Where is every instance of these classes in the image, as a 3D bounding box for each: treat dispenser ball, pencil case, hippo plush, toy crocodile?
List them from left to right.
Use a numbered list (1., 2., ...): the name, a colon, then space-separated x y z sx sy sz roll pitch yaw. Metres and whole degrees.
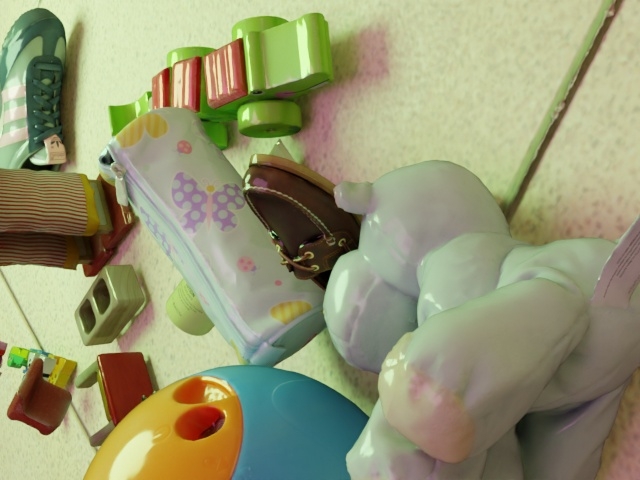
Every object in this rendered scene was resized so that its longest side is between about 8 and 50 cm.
1. toy crocodile: -0.110 -0.162 0.934 0.341 0.105 0.115 -6 85 49
2. pencil case: -0.099 -0.003 0.846 0.113 0.124 0.273 -43 76 17
3. treat dispenser ball: -0.062 0.248 0.727 0.288 0.288 0.288 -1 89 50
4. hippo plush: 0.083 0.040 0.599 0.236 0.234 0.294 43 122 41

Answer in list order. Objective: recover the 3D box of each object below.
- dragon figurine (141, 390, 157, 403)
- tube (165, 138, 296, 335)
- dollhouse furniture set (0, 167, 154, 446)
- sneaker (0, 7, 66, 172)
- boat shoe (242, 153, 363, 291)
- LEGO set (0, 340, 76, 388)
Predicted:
1. dragon figurine: -0.163 0.269 1.007 0.144 0.085 0.289 55 127 36
2. tube: -0.086 0.007 0.942 0.240 0.070 0.062 -49 12 31
3. dollhouse furniture set: -0.333 0.069 1.123 0.152 0.201 0.374 -48 54 39
4. sneaker: -0.420 -0.182 1.326 0.131 0.112 0.318 32 118 27
5. boat shoe: 0.000 0.000 0.722 0.073 0.207 0.073 13 75 36
6. LEGO set: -0.439 0.214 1.333 0.227 0.087 0.093 3 76 50
